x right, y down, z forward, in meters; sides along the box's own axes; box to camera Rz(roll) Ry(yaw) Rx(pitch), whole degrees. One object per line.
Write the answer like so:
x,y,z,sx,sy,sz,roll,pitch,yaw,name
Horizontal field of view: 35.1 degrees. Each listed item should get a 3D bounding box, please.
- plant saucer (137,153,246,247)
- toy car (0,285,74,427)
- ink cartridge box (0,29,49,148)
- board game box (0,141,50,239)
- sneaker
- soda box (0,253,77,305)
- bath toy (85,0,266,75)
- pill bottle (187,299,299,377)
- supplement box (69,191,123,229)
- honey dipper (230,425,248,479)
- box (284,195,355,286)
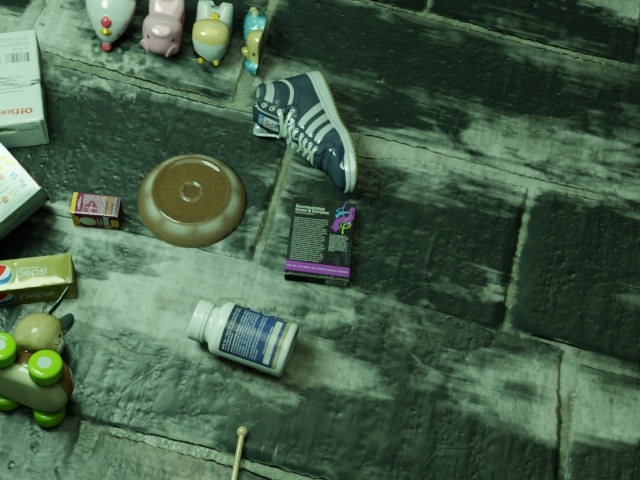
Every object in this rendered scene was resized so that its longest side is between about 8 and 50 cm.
-0.232,-0.082,1.828,0.199,0.036,0.198,2,61,-4,plant saucer
-0.437,0.171,1.618,0.149,0.155,0.188,20,49,5,toy car
-0.587,-0.274,1.867,0.153,0.087,0.208,-7,63,-9,ink cartridge box
-0.606,-0.136,1.701,0.144,0.142,0.275,-41,92,-10,board game box
-0.035,-0.192,1.867,0.153,0.099,0.282,-10,56,-16,sneaker
-0.505,0.069,1.705,0.181,0.061,0.058,-7,62,-9,soda box
-0.284,-0.407,1.954,0.348,0.129,0.151,10,17,-2,bath toy
-0.128,0.157,1.675,0.169,0.094,0.094,18,62,4,pill bottle
-0.394,-0.051,1.785,0.083,0.055,0.043,5,63,-2,supplement box
-0.134,0.370,1.600,0.030,0.030,0.160,10,57,0,honey dipper
0.000,0.000,1.809,0.116,0.029,0.162,8,63,-2,box
